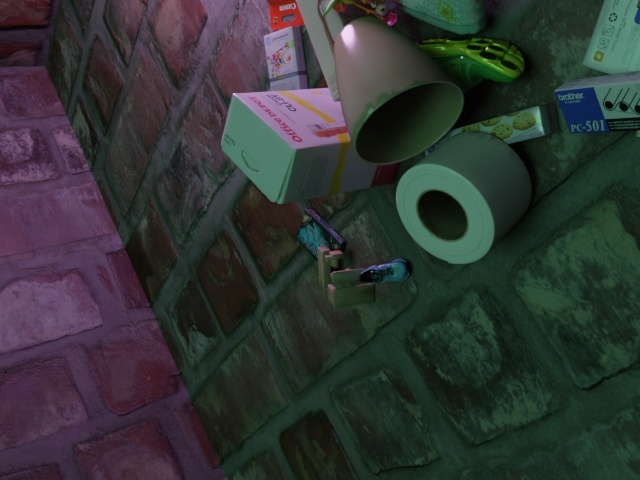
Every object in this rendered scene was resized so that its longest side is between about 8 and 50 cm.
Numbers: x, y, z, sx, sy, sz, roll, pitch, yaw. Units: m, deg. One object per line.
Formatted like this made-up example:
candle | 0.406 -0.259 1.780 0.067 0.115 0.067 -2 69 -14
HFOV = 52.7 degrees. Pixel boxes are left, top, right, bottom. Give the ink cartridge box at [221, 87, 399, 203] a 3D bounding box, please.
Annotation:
ink cartridge box | -0.013 -0.253 1.640 0.279 0.384 0.161 45 132 33

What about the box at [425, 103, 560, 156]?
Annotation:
box | 0.368 -0.233 1.435 0.324 0.063 0.067 -6 97 52

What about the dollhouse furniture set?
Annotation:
dollhouse furniture set | 0.074 0.099 1.906 0.151 0.123 0.144 -141 47 -68

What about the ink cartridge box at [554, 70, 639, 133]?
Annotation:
ink cartridge box | 0.535 -0.250 1.177 0.097 0.046 0.207 60 161 -21

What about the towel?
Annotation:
towel | 0.181 -0.621 1.382 0.374 0.090 0.320 36 170 39

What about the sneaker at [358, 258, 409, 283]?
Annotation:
sneaker | 0.172 0.095 1.767 0.162 0.073 0.064 -19 86 41

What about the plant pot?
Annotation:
plant pot | 0.140 -0.354 1.427 0.256 0.256 0.274 -53 51 45

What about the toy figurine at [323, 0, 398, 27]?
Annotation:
toy figurine | 0.114 -0.551 1.497 0.173 0.159 0.130 -34 30 61

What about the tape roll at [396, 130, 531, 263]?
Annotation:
tape roll | 0.310 -0.094 1.411 0.246 0.169 0.246 30 139 29

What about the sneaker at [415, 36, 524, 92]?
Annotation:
sneaker | 0.325 -0.380 1.430 0.295 0.109 0.124 25 138 46

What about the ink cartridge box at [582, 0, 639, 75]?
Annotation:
ink cartridge box | 0.636 -0.327 1.074 0.371 0.069 0.176 38 128 41

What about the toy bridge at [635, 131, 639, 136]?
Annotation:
toy bridge | 0.651 -0.204 1.125 0.188 0.026 0.063 17 113 48

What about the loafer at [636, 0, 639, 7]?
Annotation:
loafer | 0.554 -0.402 1.019 0.111 0.112 0.320 -14 89 42

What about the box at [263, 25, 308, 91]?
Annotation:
box | -0.104 -0.536 1.946 0.145 0.038 0.186 4 103 50

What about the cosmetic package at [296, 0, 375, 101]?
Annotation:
cosmetic package | 0.071 -0.516 1.645 0.129 0.153 0.296 -29 80 49

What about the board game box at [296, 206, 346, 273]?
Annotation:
board game box | 0.000 0.000 1.995 0.186 0.026 0.126 44 132 34

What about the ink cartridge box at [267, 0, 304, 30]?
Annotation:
ink cartridge box | -0.117 -0.745 1.884 0.189 0.066 0.233 12 106 49
